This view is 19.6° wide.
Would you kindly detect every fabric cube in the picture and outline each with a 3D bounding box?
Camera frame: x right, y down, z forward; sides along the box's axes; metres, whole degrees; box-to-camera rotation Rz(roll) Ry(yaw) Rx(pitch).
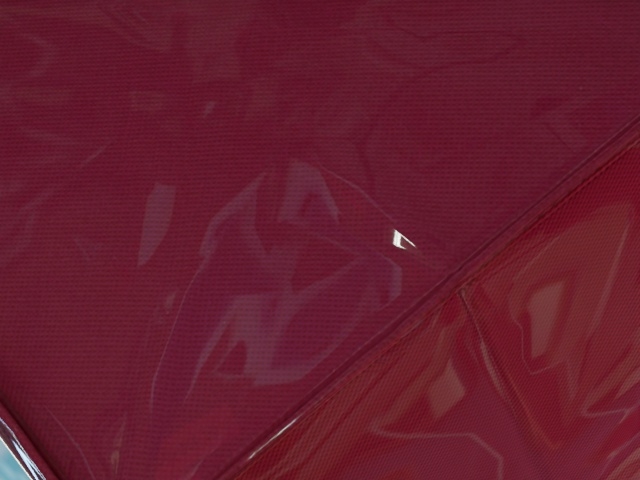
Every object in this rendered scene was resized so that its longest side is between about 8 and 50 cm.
[{"bbox_3d":[0.000,0.000,0.659,0.254,0.259,0.258,47,172,32],"label":"fabric cube"}]
